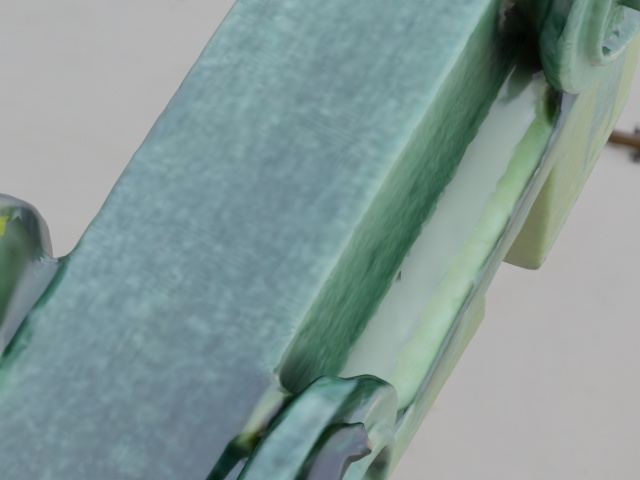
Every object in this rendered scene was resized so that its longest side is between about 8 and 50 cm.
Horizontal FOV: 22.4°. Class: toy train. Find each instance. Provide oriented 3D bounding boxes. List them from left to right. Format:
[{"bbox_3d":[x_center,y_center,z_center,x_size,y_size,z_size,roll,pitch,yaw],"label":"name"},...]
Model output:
[{"bbox_3d":[0.000,0.000,0.555,0.160,0.253,0.397,25,70,14],"label":"toy train"}]
